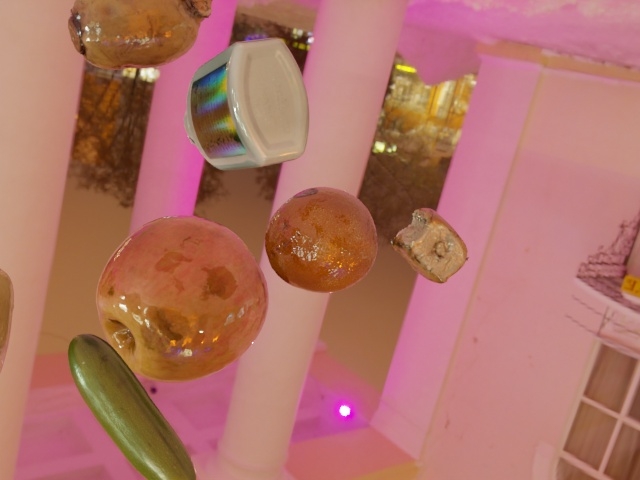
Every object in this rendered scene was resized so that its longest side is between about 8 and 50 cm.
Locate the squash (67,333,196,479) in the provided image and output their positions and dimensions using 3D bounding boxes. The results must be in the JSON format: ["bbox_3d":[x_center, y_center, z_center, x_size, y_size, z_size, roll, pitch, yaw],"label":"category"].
[{"bbox_3d":[-0.288,0.266,0.976,0.292,0.082,0.082,52,-160,6],"label":"squash"}]

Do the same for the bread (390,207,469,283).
[{"bbox_3d":[0.147,0.004,0.846,0.083,0.076,0.070,46,173,-18],"label":"bread"}]

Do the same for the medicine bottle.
[{"bbox_3d":[-0.094,-0.140,0.711,0.083,0.121,0.229,-16,-170,-25],"label":"medicine bottle"}]

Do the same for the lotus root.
[{"bbox_3d":[-0.242,-0.312,0.906,0.221,0.125,0.118,-18,-125,-10],"label":"lotus root"}]

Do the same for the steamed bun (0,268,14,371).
[{"bbox_3d":[-0.564,0.127,0.950,0.166,0.231,0.273,-16,152,19],"label":"steamed bun"}]

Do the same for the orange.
[{"bbox_3d":[0.000,0.000,1.167,0.206,0.205,0.206,13,-167,-3],"label":"orange"}]

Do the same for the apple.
[{"bbox_3d":[-0.300,0.134,1.382,0.364,0.363,0.364,13,-167,-3],"label":"apple"}]
